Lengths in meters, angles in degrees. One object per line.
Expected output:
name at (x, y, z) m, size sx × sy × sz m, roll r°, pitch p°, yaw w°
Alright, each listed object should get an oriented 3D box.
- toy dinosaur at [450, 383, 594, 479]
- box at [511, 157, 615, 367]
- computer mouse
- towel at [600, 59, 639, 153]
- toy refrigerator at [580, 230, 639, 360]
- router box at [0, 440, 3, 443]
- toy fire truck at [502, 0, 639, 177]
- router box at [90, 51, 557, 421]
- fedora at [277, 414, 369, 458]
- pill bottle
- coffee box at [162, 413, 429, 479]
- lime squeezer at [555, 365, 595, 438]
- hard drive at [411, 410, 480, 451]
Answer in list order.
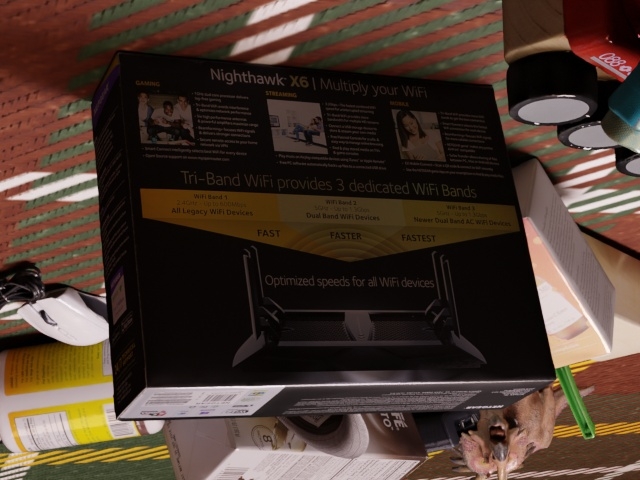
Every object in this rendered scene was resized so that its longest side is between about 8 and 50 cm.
toy dinosaur at (0.254, 0.233, 1.653) m, size 0.127 × 0.200 × 0.296 m, roll -24°, pitch 154°, yaw 35°
box at (0.174, 0.033, 1.160) m, size 0.130 × 0.091 × 0.170 m, roll -21°, pitch 120°, yaw 29°
computer mouse at (-0.264, 0.075, 1.280) m, size 0.106 × 0.042 × 0.193 m, roll -21°, pitch 155°, yaw 26°
towel at (0.346, -0.172, 0.693) m, size 0.272 × 0.040 × 0.370 m, roll 8°, pitch 131°, yaw -40°
toy refrigerator at (0.275, 0.055, 1.364) m, size 0.102 × 0.094 × 0.270 m, roll -19°, pitch 154°, yaw 35°
router box at (-0.471, 0.220, 1.564) m, size 0.133 × 0.046 × 0.179 m, roll -11°, pitch 158°, yaw 8°
toy fire truck at (0.259, -0.156, 0.786) m, size 0.246 × 0.158 × 0.217 m, roll -12°, pitch 160°, yaw 39°
router box at (0.000, 0.000, 0.915) m, size 0.309 × 0.242 × 0.081 m, roll 2°, pitch 156°, yaw -24°
fedora at (0.003, 0.079, 1.209) m, size 0.124 × 0.243 × 0.275 m, roll -33°, pitch 164°, yaw -21°
pill bottle at (-0.286, 0.170, 1.409) m, size 0.215 × 0.117 × 0.117 m, roll -8°, pitch 159°, yaw -1°
coffee box at (-0.035, 0.213, 1.515) m, size 0.297 × 0.168 × 0.119 m, roll 10°, pitch 135°, yaw -40°
lime squeezer at (0.224, 0.093, 1.439) m, size 0.059 × 0.110 × 0.310 m, roll -8°, pitch 134°, yaw 48°
hard drive at (0.200, 0.254, 1.796) m, size 0.172 × 0.054 × 0.255 m, roll -20°, pitch 173°, yaw 42°
